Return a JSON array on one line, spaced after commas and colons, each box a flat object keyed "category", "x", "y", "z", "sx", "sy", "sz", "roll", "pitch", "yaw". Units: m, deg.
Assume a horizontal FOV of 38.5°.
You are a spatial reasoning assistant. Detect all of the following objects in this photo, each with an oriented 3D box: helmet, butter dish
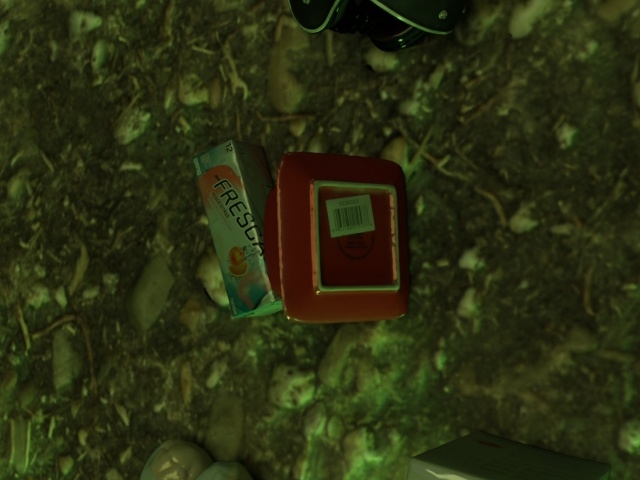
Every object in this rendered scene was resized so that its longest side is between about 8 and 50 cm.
[{"category": "helmet", "x": 0.062, "y": -0.259, "z": 0.853, "sx": 0.161, "sy": 0.169, "sz": 0.170, "roll": -19, "pitch": 78, "yaw": 44}, {"category": "butter dish", "x": 0.000, "y": 0.000, "z": 0.902, "sx": 0.118, "sy": 0.160, "sz": 0.160, "roll": -5, "pitch": 85, "yaw": 52}]

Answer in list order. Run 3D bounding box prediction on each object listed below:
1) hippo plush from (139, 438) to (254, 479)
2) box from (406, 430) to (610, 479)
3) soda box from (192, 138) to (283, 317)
[{"category": "hippo plush", "x": -0.199, "y": 0.335, "z": 0.931, "sx": 0.294, "sy": 0.236, "sz": 0.234, "roll": 4, "pitch": 90, "yaw": 29}, {"category": "box", "x": 0.158, "y": 0.230, "z": 0.773, "sx": 0.130, "sy": 0.170, "sz": 0.091, "roll": 9, "pitch": 91, "yaw": 29}, {"category": "soda box", "x": -0.077, "y": -0.013, "z": 0.976, "sx": 0.058, "sy": 0.063, "sz": 0.183, "roll": -22, "pitch": 77, "yaw": 27}]
